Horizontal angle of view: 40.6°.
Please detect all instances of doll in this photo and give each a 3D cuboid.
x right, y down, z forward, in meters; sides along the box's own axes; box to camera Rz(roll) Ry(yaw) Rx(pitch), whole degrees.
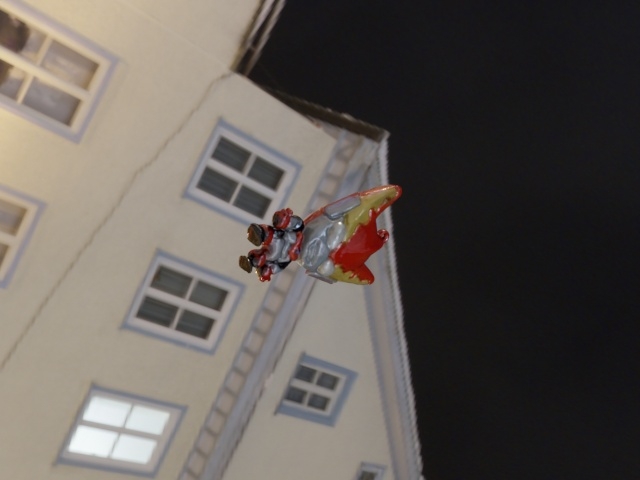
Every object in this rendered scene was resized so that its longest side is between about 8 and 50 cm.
[{"bbox_3d":[0.000,0.000,0.803,0.057,0.169,0.109,41,-56,46],"label":"doll"}]
